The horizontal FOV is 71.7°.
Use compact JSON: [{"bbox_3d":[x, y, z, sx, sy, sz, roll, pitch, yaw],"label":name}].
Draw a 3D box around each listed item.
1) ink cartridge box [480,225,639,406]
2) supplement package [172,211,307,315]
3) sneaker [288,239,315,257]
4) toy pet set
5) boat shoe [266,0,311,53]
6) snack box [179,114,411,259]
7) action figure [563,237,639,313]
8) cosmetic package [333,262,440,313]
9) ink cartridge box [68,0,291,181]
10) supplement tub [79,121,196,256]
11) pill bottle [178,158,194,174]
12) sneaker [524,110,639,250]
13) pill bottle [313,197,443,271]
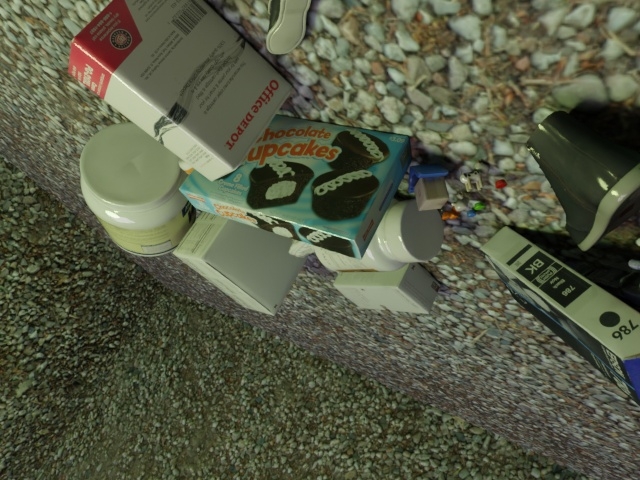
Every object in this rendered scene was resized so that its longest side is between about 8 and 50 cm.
[{"bbox_3d":[0.372,0.115,0.611,0.165,0.065,0.333,45,-176,-33],"label":"ink cartridge box"},{"bbox_3d":[-0.190,0.030,1.129,0.145,0.204,0.262,6,148,46],"label":"supplement package"},{"bbox_3d":[0.000,0.000,0.995,0.115,0.090,0.232,26,159,-2],"label":"sneaker"},{"bbox_3d":[0.191,-0.082,0.655,0.114,0.065,0.122,-6,161,-7],"label":"toy pet set"},{"bbox_3d":[-0.041,-0.270,0.524,0.046,0.038,0.125,-10,170,-14],"label":"boat shoe"},{"bbox_3d":[-0.044,-0.102,0.691,0.321,0.187,0.060,17,155,27],"label":"snack box"},{"bbox_3d":[0.485,0.070,0.549,0.330,0.178,0.341,45,-178,-20],"label":"action figure"},{"bbox_3d":[0.150,0.105,1.043,0.117,0.085,0.231,39,157,-25],"label":"cosmetic package"},{"bbox_3d":[-0.184,-0.224,0.617,0.237,0.172,0.100,39,156,-23],"label":"ink cartridge box"},{"bbox_3d":[-0.427,-0.111,1.070,0.235,0.235,0.325,30,158,-2],"label":"supplement tub"},{"bbox_3d":[-0.160,-0.121,0.876,0.121,0.121,0.216,0,144,50],"label":"pill bottle"},{"bbox_3d":[0.306,-0.069,0.516,0.118,0.083,0.222,53,-173,27],"label":"sneaker"},{"bbox_3d":[0.099,-0.009,0.795,0.131,0.131,0.229,40,155,-25],"label":"pill bottle"}]
